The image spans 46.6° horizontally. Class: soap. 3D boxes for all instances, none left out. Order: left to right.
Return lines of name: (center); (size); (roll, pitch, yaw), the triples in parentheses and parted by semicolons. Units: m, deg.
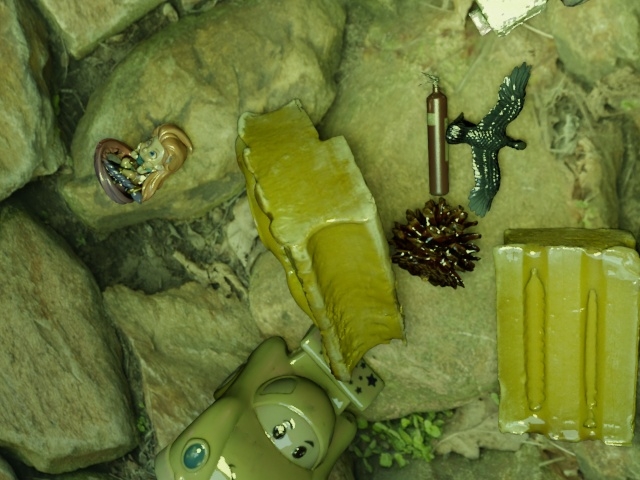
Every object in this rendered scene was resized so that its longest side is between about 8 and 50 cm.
soap: (0.000, 0.000, 1.135); (0.169, 0.305, 0.339); (-20, 137, -3)
soap: (0.355, 0.139, 1.076); (0.199, 0.091, 0.315); (0, 111, 20)

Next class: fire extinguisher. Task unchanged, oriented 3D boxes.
fire extinguisher: (0.166, -0.151, 1.045); (0.035, 0.049, 0.173); (9, 112, 38)

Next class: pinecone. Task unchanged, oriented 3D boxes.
pinecone: (0.166, 0.002, 1.069); (0.140, 0.140, 0.121); (30, 81, 6)

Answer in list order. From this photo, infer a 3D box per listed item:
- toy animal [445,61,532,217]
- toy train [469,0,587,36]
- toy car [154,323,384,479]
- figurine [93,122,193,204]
toy animal: (0.228, -0.140, 1.020); (0.107, 0.062, 0.220); (20, 111, 12)
toy train: (0.223, -0.378, 0.880); (0.177, 0.134, 0.261); (-29, 99, 28)
toy car: (-0.060, 0.303, 1.157); (0.226, 0.336, 0.242); (-40, 94, 27)
figurine: (-0.281, -0.125, 1.199); (0.156, 0.126, 0.114); (-23, 144, -9)
